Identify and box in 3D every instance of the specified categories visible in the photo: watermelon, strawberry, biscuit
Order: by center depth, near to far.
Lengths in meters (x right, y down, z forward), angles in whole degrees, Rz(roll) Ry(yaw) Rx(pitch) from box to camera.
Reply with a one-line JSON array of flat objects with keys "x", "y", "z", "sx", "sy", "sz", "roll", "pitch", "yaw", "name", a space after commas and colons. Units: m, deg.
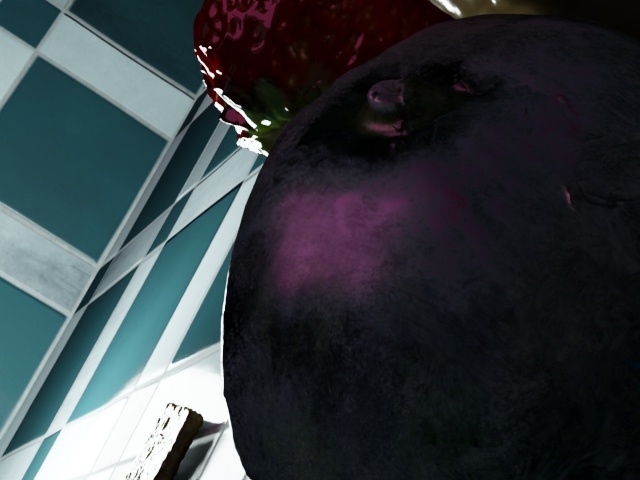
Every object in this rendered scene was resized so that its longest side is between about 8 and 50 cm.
[{"x": 0.099, "y": -0.015, "z": 0.573, "sx": 0.188, "sy": 0.175, "sz": 0.322, "roll": -5, "pitch": 40, "yaw": 50, "name": "watermelon"}, {"x": 0.033, "y": -0.180, "z": 1.113, "sx": 0.277, "sy": 0.257, "sz": 0.257, "roll": -56, "pitch": 14, "yaw": -17, "name": "strawberry"}, {"x": -0.198, "y": 0.280, "z": 1.325, "sx": 0.237, "sy": 0.026, "sz": 0.131, "roll": -61, "pitch": 13, "yaw": -13, "name": "biscuit"}]

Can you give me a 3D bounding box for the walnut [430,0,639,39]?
[{"x": 0.170, "y": -0.236, "z": 0.755, "sx": 0.296, "sy": 0.285, "sz": 0.285, "roll": -11, "pitch": -32, "yaw": -53, "name": "walnut"}]
